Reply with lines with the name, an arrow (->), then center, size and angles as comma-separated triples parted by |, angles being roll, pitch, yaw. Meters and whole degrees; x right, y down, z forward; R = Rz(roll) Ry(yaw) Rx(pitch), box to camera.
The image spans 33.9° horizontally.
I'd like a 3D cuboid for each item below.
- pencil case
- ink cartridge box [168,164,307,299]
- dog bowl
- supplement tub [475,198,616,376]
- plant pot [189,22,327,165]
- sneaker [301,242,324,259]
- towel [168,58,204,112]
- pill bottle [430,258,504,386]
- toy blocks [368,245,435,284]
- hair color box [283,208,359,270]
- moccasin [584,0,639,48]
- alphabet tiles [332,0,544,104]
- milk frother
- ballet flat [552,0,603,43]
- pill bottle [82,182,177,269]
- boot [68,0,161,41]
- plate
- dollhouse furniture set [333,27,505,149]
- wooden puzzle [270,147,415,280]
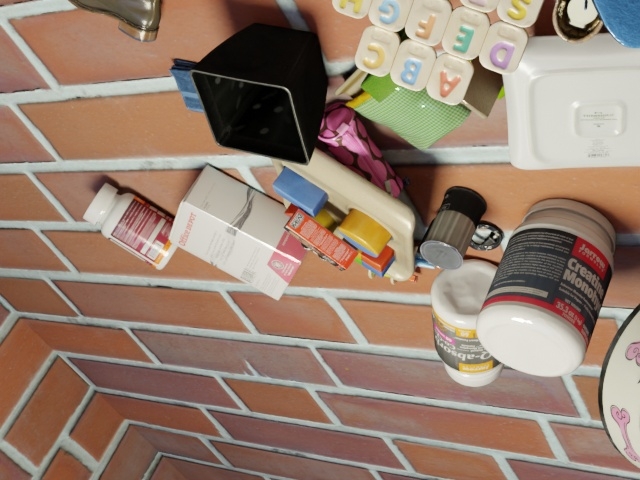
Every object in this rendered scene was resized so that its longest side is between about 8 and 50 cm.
pencil case -> 0.074, -0.151, 1.913 | 0.095, 0.098, 0.209 | -35, 125, 9
ink cartridge box -> -0.169, -0.015, 2.285 | 0.283, 0.117, 0.207 | 29, 150, -2
dog bowl -> 0.677, 0.249, 1.725 | 0.408, 0.408, 0.150 | 42, -175, -23
supplement tub -> 0.398, 0.081, 1.827 | 0.191, 0.272, 0.191 | 20, 149, 13
plant pot -> -0.086, -0.265, 1.799 | 0.188, 0.167, 0.187 | 13, 146, 22
sneaker -> 0.008, 0.015, 2.073 | 0.044, 0.040, 0.109 | 24, -175, -38
towel -> -0.244, -0.293, 2.016 | 0.067, 0.029, 0.119 | 12, 146, 23
pill bottle -> 0.312, 0.177, 2.149 | 0.162, 0.162, 0.278 | 15, 147, 21
toy blocks -> 0.173, 0.051, 2.177 | 0.148, 0.054, 0.123 | 15, 146, 21
hair color box -> 0.000, 0.000, 1.982 | 0.141, 0.043, 0.072 | 37, 172, -3
moccasin -> 0.349, -0.393, 1.204 | 0.138, 0.117, 0.341 | -10, 98, 11
alphabet tiles -> 0.163, -0.343, 1.466 | 0.284, 0.021, 0.278 | 23, 112, 8
milk frother -> 0.266, 0.001, 1.948 | 0.143, 0.134, 0.129 | 28, 150, -1
ballet flat -> 0.368, -0.370, 1.339 | 0.108, 0.106, 0.316 | 22, 149, 12
pill bottle -> -0.436, -0.036, 2.464 | 0.221, 0.121, 0.121 | 33, 149, -8
boot -> -0.371, -0.451, 1.862 | 0.219, 0.082, 0.106 | 30, 128, 5
plate -> 0.413, -0.193, 1.560 | 0.277, 0.045, 0.278 | -1, 142, 14
dollhouse furniture set -> 0.144, -0.217, 1.701 | 0.198, 0.151, 0.301 | 35, 149, -11
wooden puzzle -> 0.032, -0.045, 1.996 | 0.322, 0.080, 0.348 | 34, 166, 13
